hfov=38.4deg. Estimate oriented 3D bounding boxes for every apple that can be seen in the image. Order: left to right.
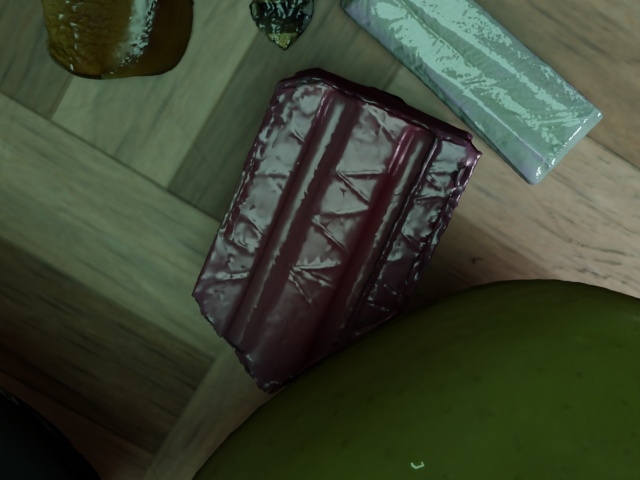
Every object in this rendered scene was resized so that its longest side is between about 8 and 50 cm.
[{"bbox_3d":[0.122,0.255,0.623,0.473,0.473,0.474,0,106,1],"label":"apple"}]

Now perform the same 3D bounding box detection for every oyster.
[{"bbox_3d":[-0.029,-0.191,0.716,0.054,0.019,0.083,0,106,1],"label":"oyster"}]

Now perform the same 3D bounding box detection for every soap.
[{"bbox_3d":[0.000,0.000,0.728,0.162,0.099,0.250,24,104,-6],"label":"soap"}]

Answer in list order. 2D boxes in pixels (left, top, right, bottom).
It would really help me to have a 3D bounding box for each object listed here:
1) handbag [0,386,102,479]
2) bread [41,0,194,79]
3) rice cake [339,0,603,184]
[{"bbox_3d":[-0.275,0.168,0.690,0.342,0.288,0.152,39,82,-10],"label":"handbag"},{"bbox_3d":[-0.163,-0.188,0.708,0.126,0.044,0.129,-4,109,4],"label":"bread"},{"bbox_3d":[0.114,-0.142,0.716,0.221,0.042,0.080,40,107,-10],"label":"rice cake"}]
